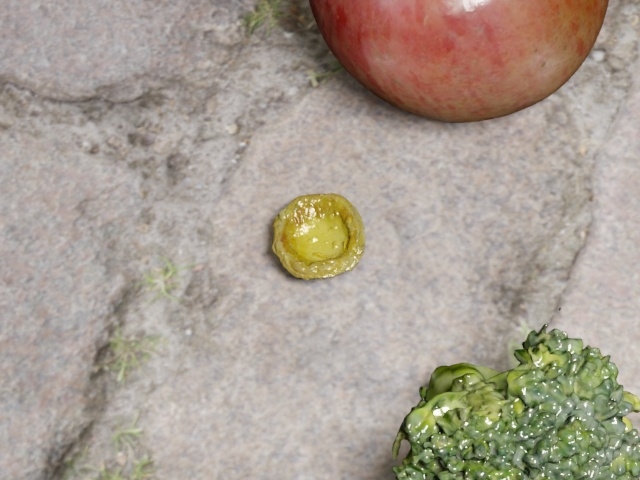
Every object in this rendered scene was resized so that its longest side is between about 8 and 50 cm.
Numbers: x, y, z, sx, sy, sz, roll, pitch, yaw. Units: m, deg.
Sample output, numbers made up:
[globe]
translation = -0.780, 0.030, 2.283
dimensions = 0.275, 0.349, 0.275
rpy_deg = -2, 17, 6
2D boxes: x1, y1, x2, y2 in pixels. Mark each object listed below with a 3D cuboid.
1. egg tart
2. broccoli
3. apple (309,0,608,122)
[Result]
[egg tart]
translation = 0.000, 0.000, 1.866
dimensions = 0.105, 0.039, 0.105
rpy_deg = -4, 59, 7
[broccoli]
translation = 0.159, 0.211, 1.654
dimensions = 0.288, 0.248, 0.245
rpy_deg = -19, 22, 9
[apple]
translation = 0.153, -0.274, 1.890
dimensions = 0.344, 0.269, 0.345
rpy_deg = -17, 51, 22
